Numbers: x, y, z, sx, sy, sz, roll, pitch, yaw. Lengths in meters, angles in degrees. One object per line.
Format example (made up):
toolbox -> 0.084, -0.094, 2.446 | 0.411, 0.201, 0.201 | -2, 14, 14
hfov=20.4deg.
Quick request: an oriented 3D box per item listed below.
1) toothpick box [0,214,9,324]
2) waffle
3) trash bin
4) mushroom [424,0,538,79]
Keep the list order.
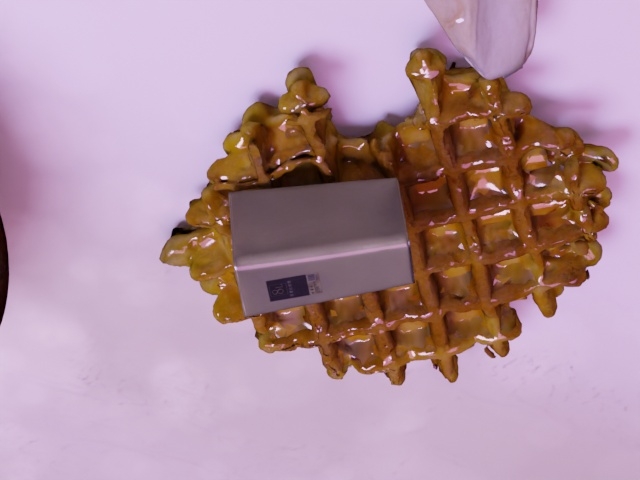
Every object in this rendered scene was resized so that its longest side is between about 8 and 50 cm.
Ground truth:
toothpick box -> -0.310, 0.025, 0.925 | 0.294, 0.192, 0.192 | -12, 131, 13
waffle -> 0.044, -0.009, 1.006 | 0.231, 0.051, 0.228 | 25, 124, -23
trash bin -> 0.000, 0.000, 0.940 | 0.092, 0.061, 0.043 | -10, 132, 2
mushroom -> 0.077, -0.172, 0.860 | 0.084, 0.071, 0.209 | -27, 137, -21
